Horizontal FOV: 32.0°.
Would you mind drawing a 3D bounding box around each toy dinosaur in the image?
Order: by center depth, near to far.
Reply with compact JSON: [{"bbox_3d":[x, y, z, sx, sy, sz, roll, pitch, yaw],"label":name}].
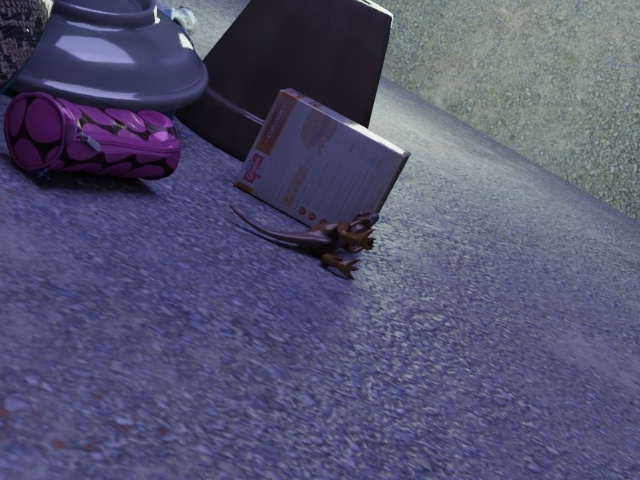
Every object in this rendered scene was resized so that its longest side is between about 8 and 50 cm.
[{"bbox_3d":[0.000,0.000,1.347,0.212,0.064,0.112,-2,20,-44],"label":"toy dinosaur"}]

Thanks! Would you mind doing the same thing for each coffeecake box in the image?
[{"bbox_3d":[0.002,-0.095,1.471,0.186,0.142,0.068,29,14,6],"label":"coffeecake box"}]

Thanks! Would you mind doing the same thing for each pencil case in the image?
[{"bbox_3d":[-0.234,-0.106,1.192,0.098,0.095,0.209,-5,0,29],"label":"pencil case"}]

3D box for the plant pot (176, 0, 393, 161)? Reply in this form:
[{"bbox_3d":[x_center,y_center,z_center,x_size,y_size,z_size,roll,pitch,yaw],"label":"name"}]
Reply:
[{"bbox_3d":[-0.033,-0.267,1.739,0.323,0.280,0.323,25,16,-7],"label":"plant pot"}]

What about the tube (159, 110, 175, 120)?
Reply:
[{"bbox_3d":[-0.297,-0.197,1.496,0.207,0.052,0.080,20,8,-8],"label":"tube"}]

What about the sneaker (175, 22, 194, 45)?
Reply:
[{"bbox_3d":[-0.322,-0.381,2.073,0.188,0.067,0.078,19,38,-36],"label":"sneaker"}]

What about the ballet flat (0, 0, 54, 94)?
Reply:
[{"bbox_3d":[-0.367,-0.335,1.266,0.164,0.182,0.482,10,35,-2],"label":"ballet flat"}]

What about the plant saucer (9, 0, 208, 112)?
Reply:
[{"bbox_3d":[-0.336,-0.302,1.508,0.401,0.100,0.400,15,25,-8],"label":"plant saucer"}]

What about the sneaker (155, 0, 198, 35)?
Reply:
[{"bbox_3d":[-0.297,-0.426,2.240,0.086,0.085,0.237,55,14,3],"label":"sneaker"}]
